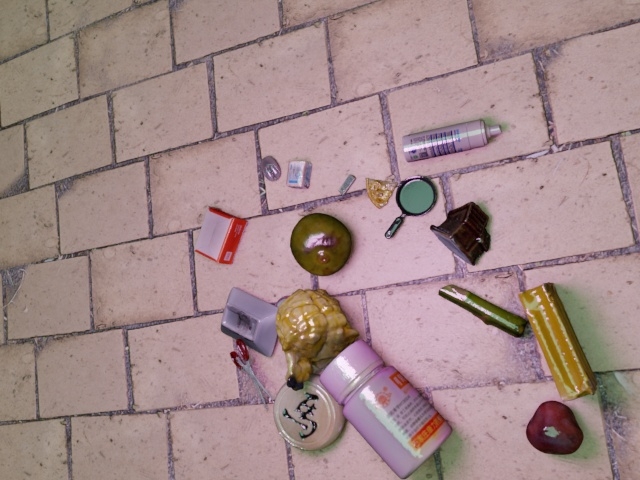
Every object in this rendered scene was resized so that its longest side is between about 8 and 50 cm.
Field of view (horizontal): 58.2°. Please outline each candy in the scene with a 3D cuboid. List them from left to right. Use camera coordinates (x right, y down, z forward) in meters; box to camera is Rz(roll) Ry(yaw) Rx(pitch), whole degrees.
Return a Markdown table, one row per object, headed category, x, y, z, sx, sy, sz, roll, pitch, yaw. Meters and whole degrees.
| category | x | y | z | sx | sy | sz | roll | pitch | yaw |
| --- | --- | --- | --- | --- | --- | --- | --- | --- | --- |
| candy | -0.110 | 0.243 | 2.003 | 0.103 | 0.043 | 0.103 | -3 | 83 | 25 |

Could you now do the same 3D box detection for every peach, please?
| category | x | y | z | sx | sy | sz | roll | pitch | yaw |
| --- | --- | --- | --- | --- | --- | --- | --- | --- | --- |
| peach | 0.645 | 0.523 | 1.602 | 0.152 | 0.152 | 0.152 | -3 | 83 | 22 |

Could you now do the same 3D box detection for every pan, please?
| category | x | y | z | sx | sy | sz | roll | pitch | yaw |
| --- | --- | --- | --- | --- | --- | --- | --- | --- | --- |
| pan | 0.284 | -0.103 | 1.883 | 0.136 | 0.028 | 0.235 | 38 | 96 | 22 |

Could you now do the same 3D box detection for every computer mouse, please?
| category | x | y | z | sx | sy | sz | roll | pitch | yaw |
| --- | --- | --- | --- | --- | --- | --- | --- | --- | --- |
| computer mouse | -0.184 | -0.262 | 2.090 | 0.066 | 0.039 | 0.096 | -30 | 74 | 17 |

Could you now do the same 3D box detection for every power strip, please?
| category | x | y | z | sx | sy | sz | roll | pitch | yaw |
| --- | --- | --- | --- | --- | --- | --- | --- | --- | --- |
| power strip | 0.091 | -0.190 | 1.980 | 0.027 | 0.017 | 0.083 | 38 | 97 | 23 |

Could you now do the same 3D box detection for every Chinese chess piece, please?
| category | x | y | z | sx | sy | sz | roll | pitch | yaw |
| --- | --- | --- | --- | --- | --- | --- | --- | --- | --- |
| Chinese chess piece | -0.036 | 0.567 | 1.906 | 0.251 | 0.101 | 0.250 | -2 | 85 | 23 |

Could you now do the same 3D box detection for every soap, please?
| category | x | y | z | sx | sy | sz | roll | pitch | yaw |
| --- | --- | --- | --- | --- | --- | --- | --- | --- | --- |
| soap | 0.660 | 0.274 | 1.597 | 0.091 | 0.199 | 0.314 | -25 | 77 | 25 |

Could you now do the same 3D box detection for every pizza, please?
| category | x | y | z | sx | sy | sz | roll | pitch | yaw |
| --- | --- | --- | --- | --- | --- | --- | --- | --- | --- |
| pizza | 0.206 | -0.175 | 1.925 | 0.109 | 0.026 | 0.122 | -28 | 74 | 15 |

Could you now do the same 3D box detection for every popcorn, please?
| category | x | y | z | sx | sy | sz | roll | pitch | yaw |
| --- | --- | --- | --- | --- | --- | --- | --- | --- | --- |
| popcorn | -0.018 | 0.293 | 1.854 | 0.292 | 0.293 | 0.237 | -61 | 27 | 6 |

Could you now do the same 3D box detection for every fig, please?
| category | x | y | z | sx | sy | sz | roll | pitch | yaw |
| --- | --- | --- | --- | --- | --- | --- | --- | --- | --- |
| fig | 0.000 | 0.000 | 1.923 | 0.203 | 0.203 | 0.225 | -41 | 29 | 14 |

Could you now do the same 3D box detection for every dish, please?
| category | x | y | z | sx | sy | sz | roll | pitch | yaw |
| --- | --- | --- | --- | --- | --- | --- | --- | --- | --- |
| dish | -0.263 | 0.287 | 2.017 | 0.243 | 0.080 | 0.181 | 21 | 100 | 29 |

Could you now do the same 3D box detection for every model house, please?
| category | x | y | z | sx | sy | sz | roll | pitch | yaw |
| --- | --- | --- | --- | --- | --- | --- | --- | --- | --- |
| model house | 0.456 | -0.029 | 1.777 | 0.165 | 0.106 | 0.152 | 44 | 90 | -15 |

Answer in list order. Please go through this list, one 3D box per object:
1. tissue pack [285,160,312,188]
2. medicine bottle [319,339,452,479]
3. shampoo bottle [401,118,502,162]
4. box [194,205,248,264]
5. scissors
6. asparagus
| category | x | y | z | sx | sy | sz | roll | pitch | yaw |
| --- | --- | --- | --- | --- | --- | --- | --- | --- | --- |
| tissue pack | -0.077 | -0.230 | 2.031 | 0.074 | 0.059 | 0.094 | 6 | 86 | 26 |
| medicine bottle | 0.192 | 0.507 | 1.754 | 0.388 | 0.219 | 0.219 | 44 | 101 | 21 |
| shampoo bottle | 0.415 | -0.320 | 1.818 | 0.304 | 0.092 | 0.092 | -10 | 80 | 22 |
| box | -0.365 | -0.018 | 2.109 | 0.133 | 0.099 | 0.182 | 21 | 94 | 26 |
| scissors | -0.237 | 0.468 | 1.999 | 0.247 | 0.017 | 0.144 | 54 | 143 | 20 |
| asparagus | 0.491 | 0.207 | 1.749 | 0.278 | 0.060 | 0.067 | 31 | 116 | 23 |
